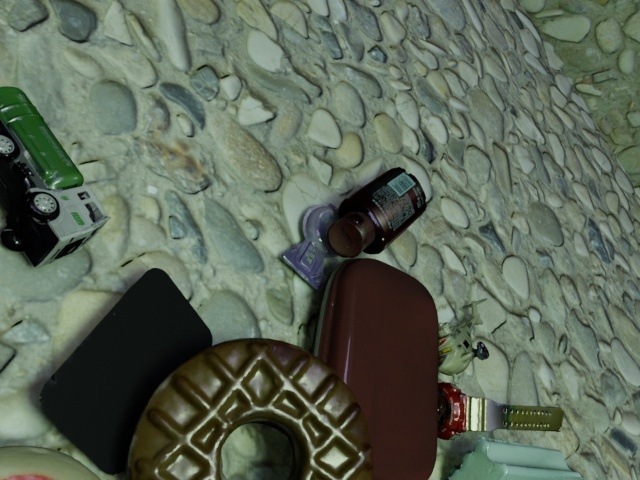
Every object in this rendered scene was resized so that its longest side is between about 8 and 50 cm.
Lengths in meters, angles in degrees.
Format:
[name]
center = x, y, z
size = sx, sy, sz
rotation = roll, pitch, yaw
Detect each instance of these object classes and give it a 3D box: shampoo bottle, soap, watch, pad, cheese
[shampoo bottle]
center = 0.116, -0.054, 1.155
size = 0.129, 0.084, 0.323
rotation = 58, 35, -4
[soap]
center = 0.365, 0.459, 1.077
size = 0.262, 0.150, 0.094
rotation = 19, 24, -31
[watch]
center = 0.319, 0.330, 1.100
size = 0.269, 0.165, 0.102
rotation = 15, 74, -35
[pad]
center = -0.303, 0.112, 0.764
size = 0.323, 0.055, 0.250
rotation = 45, 46, -13
[cheese]
center = 0.000, 0.000, 1.092
size = 0.105, 0.042, 0.190
rotation = 42, 49, -14

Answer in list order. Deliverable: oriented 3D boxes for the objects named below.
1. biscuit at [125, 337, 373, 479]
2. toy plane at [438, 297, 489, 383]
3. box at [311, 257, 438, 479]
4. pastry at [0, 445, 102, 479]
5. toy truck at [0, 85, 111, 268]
[biscuit]
center = -0.085, 0.288, 0.764
size = 0.332, 0.103, 0.331
rotation = 6, 72, -17
[toy plane]
center = 0.289, 0.196, 1.185
size = 0.286, 0.092, 0.108
rotation = -23, 82, -56
[box]
center = 0.096, 0.225, 1.008
size = 0.263, 0.108, 0.403
rotation = 29, 52, -27
[pastry]
center = -0.322, 0.334, 0.581
size = 0.265, 0.133, 0.264
rotation = 16, 62, -34
[toy truck]
center = -0.389, -0.090, 0.770
size = 0.242, 0.101, 0.125
rotation = 56, 33, 1
